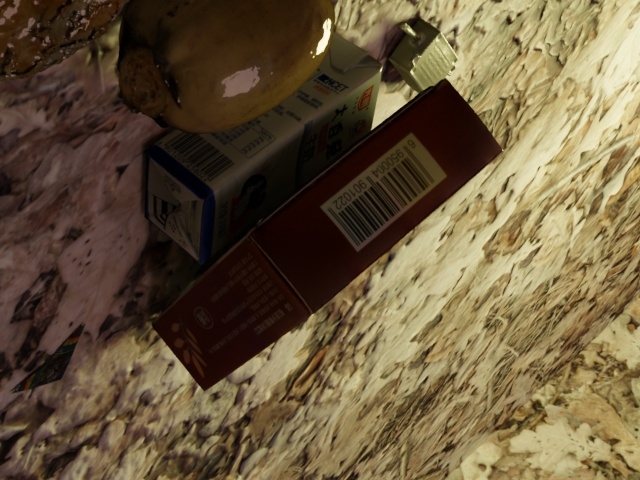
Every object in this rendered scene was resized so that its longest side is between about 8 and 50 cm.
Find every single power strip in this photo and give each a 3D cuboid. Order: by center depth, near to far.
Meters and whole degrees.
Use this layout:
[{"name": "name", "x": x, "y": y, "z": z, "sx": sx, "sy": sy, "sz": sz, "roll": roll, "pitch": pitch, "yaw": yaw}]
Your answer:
[{"name": "power strip", "x": 0.135, "y": -0.255, "z": 2.162, "sx": 0.075, "sy": 0.042, "sz": 0.175, "roll": -51, "pitch": 156, "yaw": -1}]

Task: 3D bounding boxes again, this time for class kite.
[{"name": "kite", "x": -0.325, "y": 0.149, "z": 1.938, "sx": 0.122, "sy": 0.004, "sz": 0.090, "roll": -47, "pitch": 157, "yaw": -12}]

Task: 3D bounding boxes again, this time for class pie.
[{"name": "pie", "x": -0.251, "y": -0.261, "z": 1.409, "sx": 0.274, "sy": 0.055, "sz": 0.274, "roll": -37, "pitch": 148, "yaw": -27}]

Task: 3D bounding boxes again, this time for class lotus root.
[{"name": "lotus root", "x": -0.074, "y": -0.228, "z": 1.632, "sx": 0.310, "sy": 0.183, "sz": 0.182, "roll": -40, "pitch": 155, "yaw": -36}]

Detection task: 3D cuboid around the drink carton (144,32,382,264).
[{"name": "drink carton", "x": -0.066, "y": -0.120, "z": 1.906, "sx": 0.315, "sy": 0.106, "sz": 0.130, "roll": -39, "pitch": 156, "yaw": -32}]

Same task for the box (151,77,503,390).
[{"name": "box", "x": 0.000, "y": 0.000, "z": 1.984, "sx": 0.344, "sy": 0.122, "sz": 0.385, "roll": -39, "pitch": 180, "yaw": -29}]
